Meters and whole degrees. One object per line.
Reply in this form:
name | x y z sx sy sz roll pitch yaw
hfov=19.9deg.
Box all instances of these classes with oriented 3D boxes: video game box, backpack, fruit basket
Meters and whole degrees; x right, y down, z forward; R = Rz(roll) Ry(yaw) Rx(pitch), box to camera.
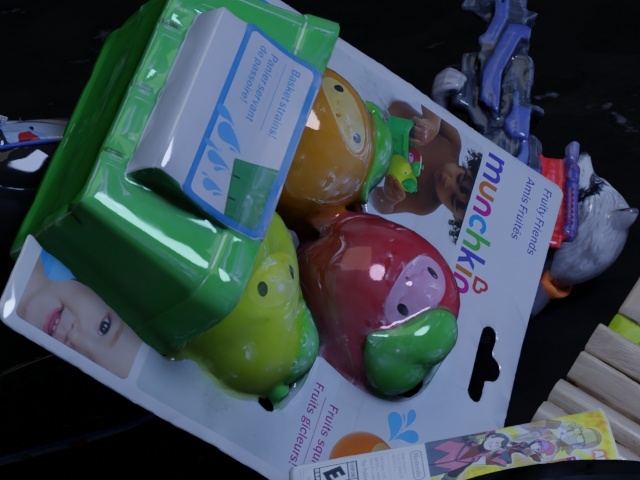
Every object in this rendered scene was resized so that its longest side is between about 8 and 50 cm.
video game box | 0.082 0.180 0.972 0.187 0.048 0.205 -13 31 4
backpack | -0.211 0.032 1.297 0.263 0.277 0.213 -6 18 -8
fruit basket | 0.000 0.000 1.177 0.353 0.165 0.327 30 56 -15

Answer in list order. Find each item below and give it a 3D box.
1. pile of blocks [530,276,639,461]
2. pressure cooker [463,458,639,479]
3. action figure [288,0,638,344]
pile of blocks | 0.199 0.138 1.178 0.112 0.149 0.362 31 52 17
pressure cooker | 0.116 0.282 0.675 0.369 0.376 0.420 2 18 1
action figure | 0.088 -0.047 1.442 0.330 0.178 0.341 9 59 13
